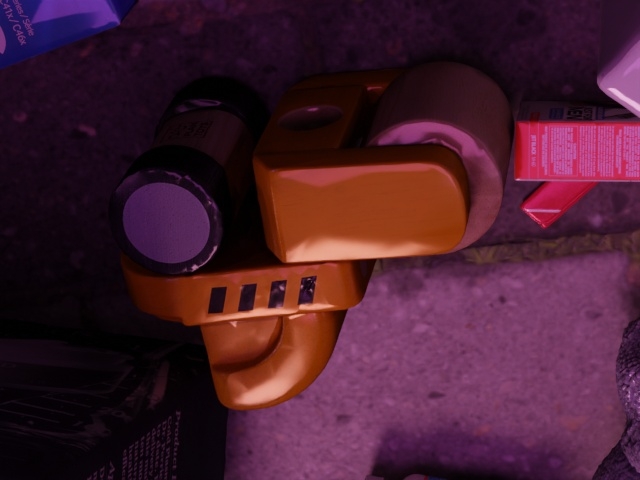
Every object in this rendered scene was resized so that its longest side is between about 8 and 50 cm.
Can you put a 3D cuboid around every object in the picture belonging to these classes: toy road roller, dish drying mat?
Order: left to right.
[{"bbox_3d":[0.000,0.000,1.617,0.330,0.202,0.240,-6,115,13],"label":"toy road roller"},{"bbox_3d":[0.208,-0.045,1.670,0.032,0.008,0.083,42,114,-10],"label":"dish drying mat"}]

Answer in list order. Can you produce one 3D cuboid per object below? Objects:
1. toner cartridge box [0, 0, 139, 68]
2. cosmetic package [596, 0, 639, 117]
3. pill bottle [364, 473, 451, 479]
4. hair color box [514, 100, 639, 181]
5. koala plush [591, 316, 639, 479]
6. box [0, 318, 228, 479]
[{"bbox_3d":[-0.294,-0.311,1.589,0.165,0.075,0.348,-19,110,16],"label":"toner cartridge box"},{"bbox_3d":[0.414,-0.197,1.353,0.329,0.393,0.327,34,115,-8],"label":"cosmetic package"},{"bbox_3d":[0.113,0.259,1.784,0.160,0.087,0.087,11,116,4],"label":"pill bottle"},{"bbox_3d":[0.242,-0.081,1.598,0.167,0.093,0.053,2,104,7],"label":"hair color box"},{"bbox_3d":[0.299,0.192,1.678,0.203,0.196,0.221,37,117,12],"label":"koala plush"},{"bbox_3d":[-0.368,0.236,1.581,0.480,0.472,0.297,7,98,12],"label":"box"}]
